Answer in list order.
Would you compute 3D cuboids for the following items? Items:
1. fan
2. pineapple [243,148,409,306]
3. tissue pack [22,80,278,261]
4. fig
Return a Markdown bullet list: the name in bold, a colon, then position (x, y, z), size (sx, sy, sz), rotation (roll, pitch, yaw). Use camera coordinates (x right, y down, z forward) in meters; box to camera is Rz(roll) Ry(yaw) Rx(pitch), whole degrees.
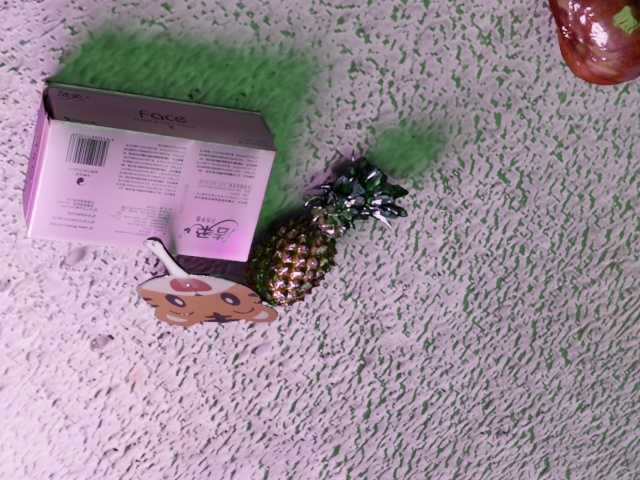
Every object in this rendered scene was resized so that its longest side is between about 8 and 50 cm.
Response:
- **fan**: position (-0.146, 0.047, 2.036), size (0.152, 0.008, 0.227), rotation (-2, 153, 20)
- **pineapple**: position (0.000, 0.000, 2.081), size (0.221, 0.083, 0.103), rotation (-43, 106, 14)
- **tissue pack**: position (-0.187, -0.069, 1.982), size (0.246, 0.092, 0.148), rotation (7, 118, -19)
- **fig**: position (0.330, -0.275, 1.990), size (0.143, 0.231, 0.160), rotation (3, 133, 36)
